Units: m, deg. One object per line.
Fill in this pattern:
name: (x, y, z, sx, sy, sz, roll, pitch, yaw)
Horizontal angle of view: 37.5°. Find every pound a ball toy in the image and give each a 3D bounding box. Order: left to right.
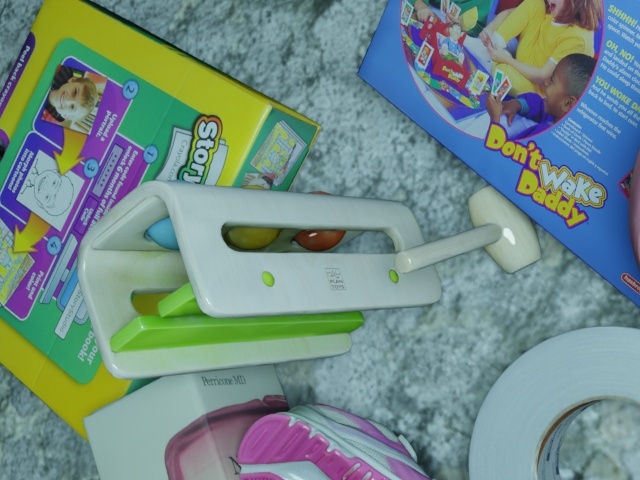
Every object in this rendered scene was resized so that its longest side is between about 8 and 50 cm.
pound a ball toy: (0.000, 0.000, 0.748, 0.208, 0.319, 0.135, -34, 68, 36)

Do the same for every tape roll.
tape roll: (0.227, 0.175, 0.715, 0.219, 0.072, 0.219, -4, 81, 27)

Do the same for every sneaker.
sneaker: (0.057, 0.214, 0.787, 0.252, 0.111, 0.103, 39, 109, 3)

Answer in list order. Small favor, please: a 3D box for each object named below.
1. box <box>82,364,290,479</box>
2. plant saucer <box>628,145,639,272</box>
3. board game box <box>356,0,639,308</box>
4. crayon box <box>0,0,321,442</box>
box: (-0.086, 0.236, 0.831, 0.127, 0.149, 0.232, -29, 71, 22)
plant saucer: (0.356, -0.022, 0.545, 0.332, 0.332, 0.084, -32, 29, 21)
board game box: (0.206, -0.131, 0.710, 0.347, 0.078, 0.233, 44, 131, 25)
crayon box: (-0.219, -0.030, 0.962, 0.313, 0.106, 0.362, 32, 99, 26)
